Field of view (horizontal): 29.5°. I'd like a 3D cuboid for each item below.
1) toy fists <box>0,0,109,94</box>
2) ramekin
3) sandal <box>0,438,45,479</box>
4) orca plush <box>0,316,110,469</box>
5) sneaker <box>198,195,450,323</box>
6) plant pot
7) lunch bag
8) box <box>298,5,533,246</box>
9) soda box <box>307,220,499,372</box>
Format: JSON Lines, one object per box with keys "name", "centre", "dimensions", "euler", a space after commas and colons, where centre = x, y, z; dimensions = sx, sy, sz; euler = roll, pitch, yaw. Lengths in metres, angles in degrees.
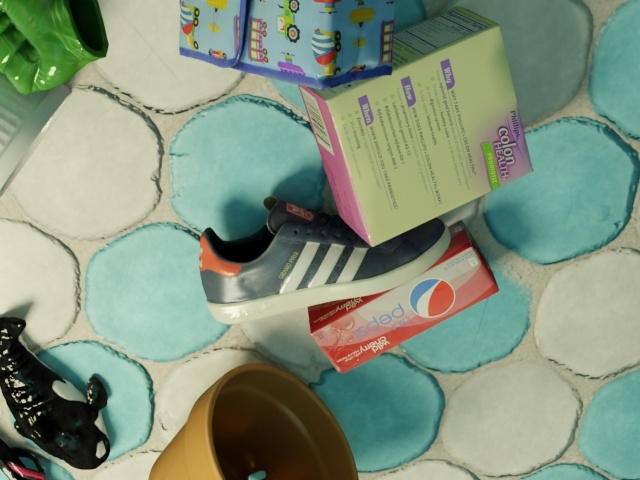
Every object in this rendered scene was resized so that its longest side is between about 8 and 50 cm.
{"name": "toy fists", "centre": [-0.356, -0.309, 1.406], "dimensions": [0.142, 0.096, 0.279], "euler": [-17, 94, 23]}
{"name": "ramekin", "centre": [-0.411, -0.133, 1.511], "dimensions": [0.109, 0.207, 0.207], "euler": [35, 111, -12]}
{"name": "sandal", "centre": [-0.454, 0.341, 1.846], "dimensions": [0.040, 0.067, 0.179], "euler": [-37, 113, 2]}
{"name": "orca plush", "centre": [-0.395, 0.242, 1.772], "dimensions": [0.151, 0.102, 0.287], "euler": [-12, 119, 2]}
{"name": "sneaker", "centre": [0.000, 0.000, 1.662], "dimensions": [0.350, 0.131, 0.148], "euler": [-16, 109, -2]}
{"name": "plant pot", "centre": [-0.115, 0.351, 1.776], "dimensions": [0.291, 0.290, 0.203], "euler": [39, 126, -23]}
{"name": "lunch bag", "centre": [-0.063, -0.314, 1.432], "dimensions": [0.293, 0.138, 0.220], "euler": [16, 113, 37]}
{"name": "box", "centre": [0.122, -0.148, 1.555], "dimensions": [0.243, 0.117, 0.213], "euler": [-25, 119, -10]}
{"name": "soda box", "centre": [0.115, 0.082, 1.739], "dimensions": [0.263, 0.083, 0.092], "euler": [-30, 117, 11]}
